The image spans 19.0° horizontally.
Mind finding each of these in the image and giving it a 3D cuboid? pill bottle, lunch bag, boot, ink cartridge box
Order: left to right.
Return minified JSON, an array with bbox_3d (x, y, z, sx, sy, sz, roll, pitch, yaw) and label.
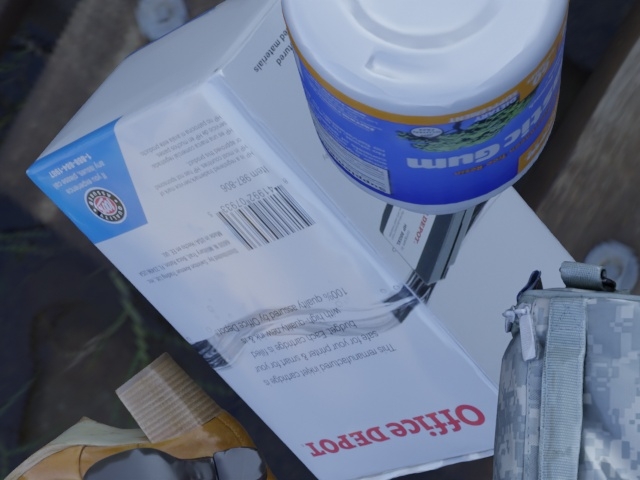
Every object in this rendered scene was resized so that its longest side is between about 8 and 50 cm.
[{"bbox_3d":[-0.168,0.255,1.806,0.295,0.104,0.211,-38,89,35],"label":"boot"},{"bbox_3d":[-0.081,0.156,1.103,0.106,0.114,0.037,-2,62,-4],"label":"boot"},{"bbox_3d":[0.000,0.000,1.574,0.395,0.166,0.285,48,143,-18],"label":"ink cartridge box"},{"bbox_3d":[0.064,-0.104,1.107,0.152,0.272,0.152,-1,75,5],"label":"pill bottle"},{"bbox_3d":[0.214,0.187,1.233,0.212,0.256,0.305,-6,71,36],"label":"lunch bag"}]
